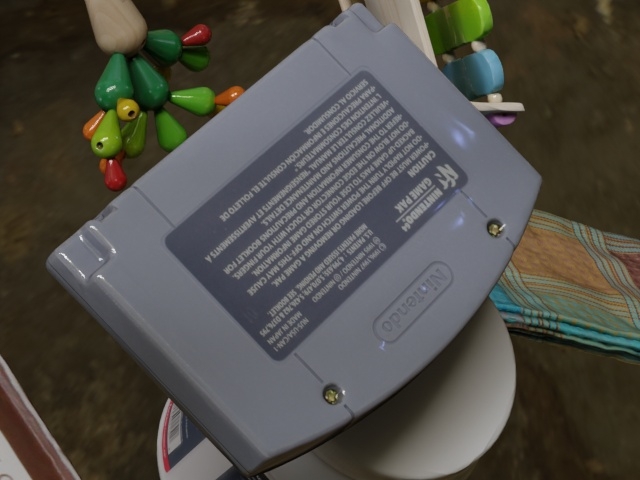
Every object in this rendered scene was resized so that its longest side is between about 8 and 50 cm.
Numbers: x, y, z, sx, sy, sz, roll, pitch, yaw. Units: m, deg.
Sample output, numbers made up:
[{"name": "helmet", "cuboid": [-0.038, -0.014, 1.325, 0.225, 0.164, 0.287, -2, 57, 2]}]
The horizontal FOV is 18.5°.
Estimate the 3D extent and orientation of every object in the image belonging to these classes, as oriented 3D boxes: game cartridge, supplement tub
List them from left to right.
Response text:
[{"name": "game cartridge", "cuboid": [0.000, 0.000, 1.184, 0.198, 0.297, 0.062, 49, 144, -2]}, {"name": "supplement tub", "cuboid": [0.006, 0.125, 1.402, 0.191, 0.272, 0.191, 8, 66, -19]}]

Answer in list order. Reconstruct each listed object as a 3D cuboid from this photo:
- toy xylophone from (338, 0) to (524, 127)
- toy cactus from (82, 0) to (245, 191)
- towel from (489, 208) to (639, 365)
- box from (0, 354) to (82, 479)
[{"name": "toy xylophone", "cuboid": [0.081, -0.247, 1.814, 0.081, 0.236, 0.322, -16, 100, -18]}, {"name": "toy cactus", "cuboid": [-0.165, -0.160, 1.838, 0.112, 0.219, 0.180, -6, 118, 40]}, {"name": "towel", "cuboid": [0.195, 0.022, 1.859, 0.370, 0.271, 0.040, 14, 115, -24]}, {"name": "box", "cuboid": [-0.193, 0.220, 0.717, 0.191, 0.143, 0.381, 52, 132, 25]}]
